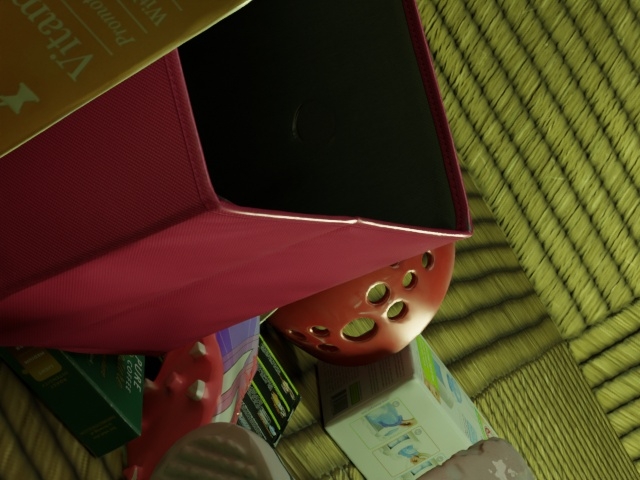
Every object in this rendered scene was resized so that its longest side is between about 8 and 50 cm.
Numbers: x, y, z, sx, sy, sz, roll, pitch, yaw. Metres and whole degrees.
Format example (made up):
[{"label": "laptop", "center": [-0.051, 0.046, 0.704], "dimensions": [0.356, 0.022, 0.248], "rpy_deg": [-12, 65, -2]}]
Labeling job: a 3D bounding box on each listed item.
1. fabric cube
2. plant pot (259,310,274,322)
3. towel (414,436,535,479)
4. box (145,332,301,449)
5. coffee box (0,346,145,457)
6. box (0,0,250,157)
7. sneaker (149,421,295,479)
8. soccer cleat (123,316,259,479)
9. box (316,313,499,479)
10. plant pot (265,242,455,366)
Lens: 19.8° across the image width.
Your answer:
[{"label": "fabric cube", "center": [-0.106, -0.087, 1.080], "dimensions": [0.259, 0.258, 0.254], "rpy_deg": [6, 68, -54]}, {"label": "plant pot", "center": [-0.060, -0.016, 1.490], "dimensions": [0.109, 0.109, 0.096], "rpy_deg": [42, 9, -50]}, {"label": "towel", "center": [0.110, 0.333, 1.323], "dimensions": [0.332, 0.053, 0.317], "rpy_deg": [-22, 82, -49]}, {"label": "box", "center": [-0.094, 0.082, 1.453], "dimensions": [0.191, 0.045, 0.184], "rpy_deg": [57, 11, -6]}, {"label": "coffee box", "center": [-0.183, 0.046, 1.203], "dimensions": [0.184, 0.040, 0.113], "rpy_deg": [51, 17, -31]}, {"label": "box", "center": [-0.233, -0.122, 0.717], "dimensions": [0.215, 0.345, 0.168], "rpy_deg": [48, 18, -40]}, {"label": "sneaker", "center": [-0.028, 0.273, 1.110], "dimensions": [0.127, 0.126, 0.321], "rpy_deg": [33, 39, -53]}, {"label": "soccer cleat", "center": [-0.079, 0.102, 1.295], "dimensions": [0.095, 0.083, 0.248], "rpy_deg": [43, 32, -34]}, {"label": "box", "center": [0.095, 0.190, 1.777], "dimensions": [0.203, 0.103, 0.114], "rpy_deg": [52, 15, -27]}, {"label": "plant pot", "center": [0.000, 0.000, 1.680], "dimensions": [0.174, 0.191, 0.191], "rpy_deg": [34, 27, -44]}]
